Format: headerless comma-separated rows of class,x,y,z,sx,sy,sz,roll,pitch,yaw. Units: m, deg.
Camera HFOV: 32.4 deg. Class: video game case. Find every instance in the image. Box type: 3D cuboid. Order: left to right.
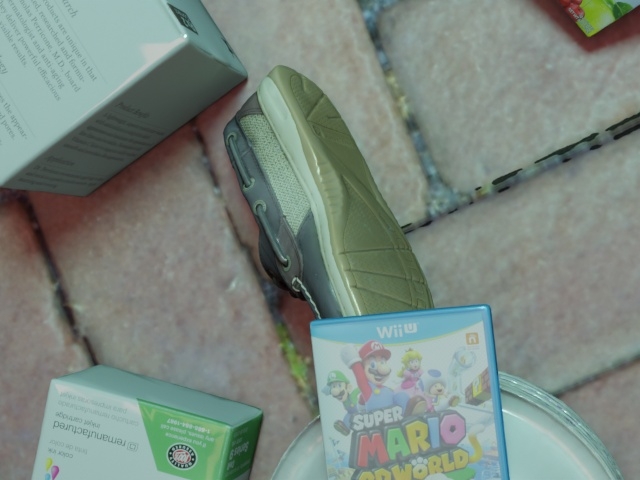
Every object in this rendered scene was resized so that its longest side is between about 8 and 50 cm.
video game case,0.060,0.129,0.716,0.119,0.015,0.166,-6,91,14

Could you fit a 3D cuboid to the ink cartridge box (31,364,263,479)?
ink cartridge box,-0.149,0.224,0.879,0.154,0.093,0.213,14,94,12

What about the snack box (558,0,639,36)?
snack box,0.190,-0.229,0.786,0.141,0.037,0.100,45,134,-12

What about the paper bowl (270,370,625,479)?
paper bowl,0.089,0.236,0.797,0.284,0.148,0.284,0,90,14

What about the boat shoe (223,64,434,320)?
boat shoe,0.000,0.000,0.827,0.092,0.102,0.285,-38,61,29

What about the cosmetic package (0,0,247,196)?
cosmetic package,-0.185,-0.148,0.860,0.183,0.151,0.151,-35,82,9
